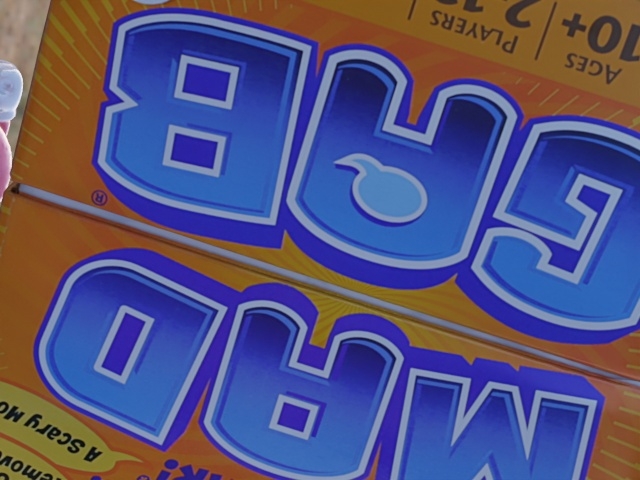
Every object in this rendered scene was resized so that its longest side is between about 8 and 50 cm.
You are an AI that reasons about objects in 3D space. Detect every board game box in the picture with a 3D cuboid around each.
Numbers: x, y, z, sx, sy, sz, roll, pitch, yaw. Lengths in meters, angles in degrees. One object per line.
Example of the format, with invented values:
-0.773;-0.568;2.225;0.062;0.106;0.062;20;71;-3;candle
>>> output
0.037;-0.034;0.902;0.356;0.356;0.356;-71;179;-69;board game box

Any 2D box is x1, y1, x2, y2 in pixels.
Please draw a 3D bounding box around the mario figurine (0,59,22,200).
-0.395;-0.080;1.534;0.320;0.170;0.198;133;-34;-66;mario figurine
